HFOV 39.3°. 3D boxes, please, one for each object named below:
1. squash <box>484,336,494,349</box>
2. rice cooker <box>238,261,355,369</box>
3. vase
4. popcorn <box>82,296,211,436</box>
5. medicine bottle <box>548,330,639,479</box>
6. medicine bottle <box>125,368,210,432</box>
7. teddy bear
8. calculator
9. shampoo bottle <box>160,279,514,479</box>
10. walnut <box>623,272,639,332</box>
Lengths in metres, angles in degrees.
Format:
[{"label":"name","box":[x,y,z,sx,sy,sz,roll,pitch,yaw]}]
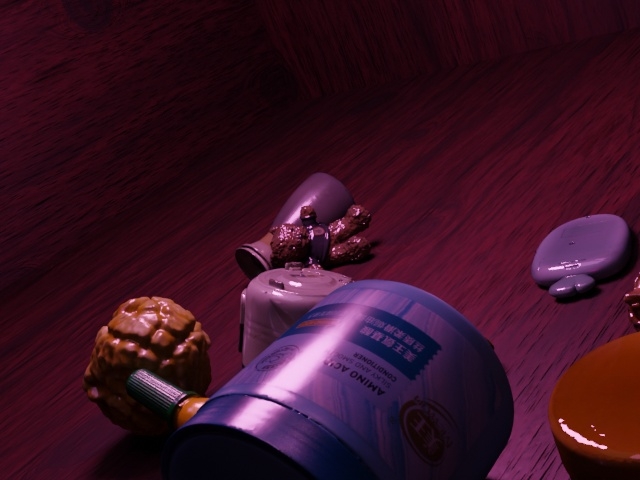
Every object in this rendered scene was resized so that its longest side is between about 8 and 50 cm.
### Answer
[{"label":"squash","box":[0.199,0.204,1.477,0.188,0.095,0.095,-24,19,-4]},{"label":"rice cooker","box":[-0.035,0.173,1.599,0.226,0.244,0.226,1,13,0]},{"label":"vase","box":[-0.066,-0.024,2.293,0.321,0.173,0.173,-41,26,-32]},{"label":"popcorn","box":[-0.315,0.238,1.700,0.224,0.270,0.257,14,71,20]},{"label":"medicine bottle","box":[0.387,0.244,0.948,0.238,0.232,0.238,-21,20,8]},{"label":"medicine bottle","box":[-0.201,0.300,1.494,0.309,0.076,0.111,25,68,26]},{"label":"teddy bear","box":[0.001,0.010,2.171,0.251,0.129,0.182,-3,60,-5]},{"label":"calculator","box":[0.496,0.023,1.707,0.185,0.041,0.299,-11,21,30]},{"label":"shampoo bottle","box":[0.034,0.265,1.140,0.331,0.331,0.343,-5,24,41]},{"label":"walnut","box":[0.556,0.107,1.276,0.204,0.141,0.238,-32,21,6]}]
